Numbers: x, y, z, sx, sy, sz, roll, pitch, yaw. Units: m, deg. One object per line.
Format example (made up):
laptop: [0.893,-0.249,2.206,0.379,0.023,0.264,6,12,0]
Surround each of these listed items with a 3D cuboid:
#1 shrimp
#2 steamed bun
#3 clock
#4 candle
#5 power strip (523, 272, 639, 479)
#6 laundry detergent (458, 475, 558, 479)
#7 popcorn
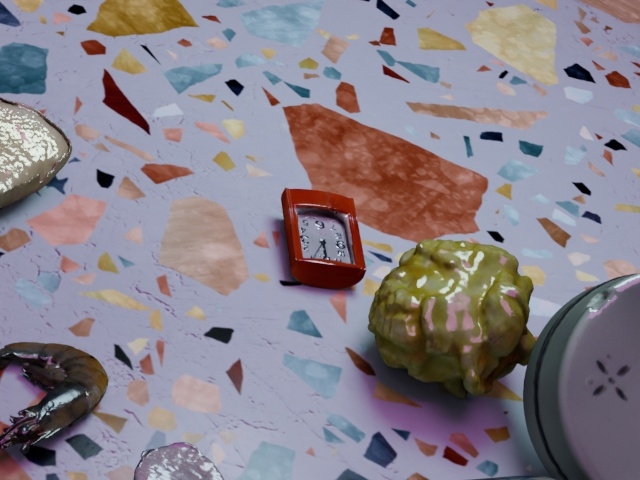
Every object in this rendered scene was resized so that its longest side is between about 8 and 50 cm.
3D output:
shrimp: [-0.355,0.183,1.833,0.150,0.051,0.217,28,30,12]
steamed bun: [-0.482,-0.131,2.083,0.212,0.110,0.231,50,39,5]
clock: [0.000,0.000,2.220,0.113,0.061,0.155,9,44,-18]
candle: [-0.160,0.331,1.736,0.168,0.068,0.192,26,39,8]
power strip: [0.453,0.218,1.985,0.357,0.161,0.357,1,82,-10]
laundry detergent: [0.151,0.342,1.801,0.280,0.215,0.105,-2,86,-26]
popcorn: [0.185,0.105,2.094,0.256,0.195,0.255,-10,39,-37]
